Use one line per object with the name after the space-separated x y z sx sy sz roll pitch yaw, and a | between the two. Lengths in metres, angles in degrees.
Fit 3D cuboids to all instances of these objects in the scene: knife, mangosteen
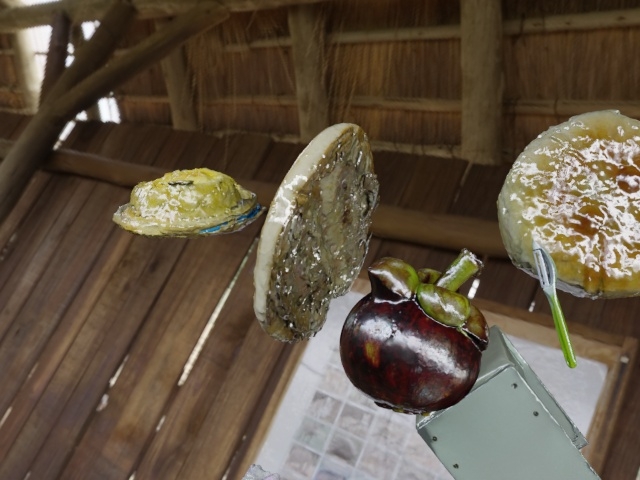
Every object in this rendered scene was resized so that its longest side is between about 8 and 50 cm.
0.328 0.086 0.864 0.026 0.184 0.022 -13 -11 9 | knife
0.102 0.107 0.711 0.173 0.183 0.172 -6 1 0 | mangosteen

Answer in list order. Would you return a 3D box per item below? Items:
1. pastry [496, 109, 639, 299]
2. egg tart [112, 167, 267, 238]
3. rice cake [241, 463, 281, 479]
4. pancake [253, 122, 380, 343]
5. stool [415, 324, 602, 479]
0.450 -0.056 1.006 0.330 0.329 0.136 24 -5 7 | pastry
-0.249 -0.082 1.190 0.291 0.291 0.106 14 -64 39 | egg tart
-0.057 0.580 1.042 0.064 0.398 0.070 -25 -13 31 | rice cake
0.001 0.000 1.046 0.071 0.382 0.382 20 -17 25 | pancake
0.295 0.302 0.966 0.269 0.170 0.243 52 13 2 | stool
